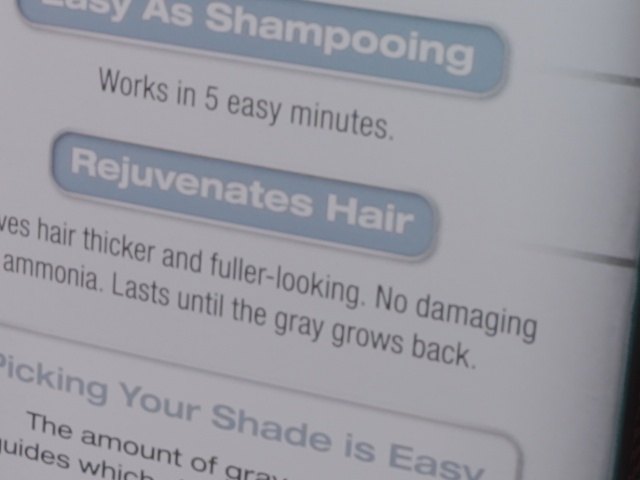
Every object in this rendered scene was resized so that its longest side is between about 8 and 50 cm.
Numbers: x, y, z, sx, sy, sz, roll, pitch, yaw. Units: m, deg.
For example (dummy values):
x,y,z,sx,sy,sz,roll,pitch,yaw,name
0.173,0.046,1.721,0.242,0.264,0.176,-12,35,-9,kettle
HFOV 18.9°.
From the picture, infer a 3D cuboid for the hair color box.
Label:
x,y,z,sx,sy,sz,roll,pitch,yaw,name
0.000,0.000,0.480,0.185,0.113,0.374,11,108,20,hair color box
